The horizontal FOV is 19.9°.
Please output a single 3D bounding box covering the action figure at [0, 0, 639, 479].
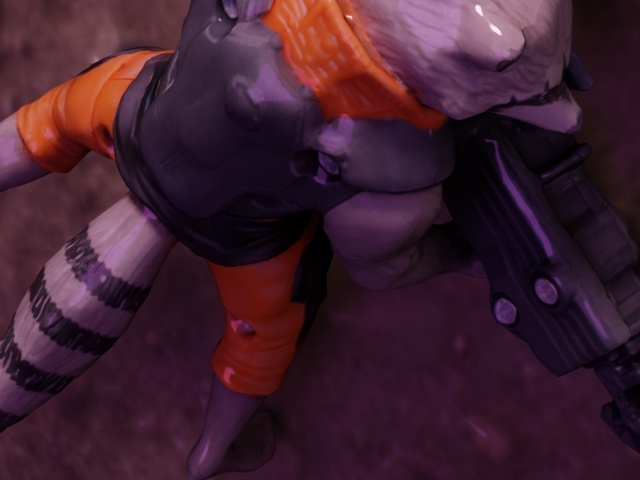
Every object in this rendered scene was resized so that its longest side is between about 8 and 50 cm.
[{"bbox_3d":[0.000,0.000,0.709,0.341,0.178,0.330,53,137,7],"label":"action figure"}]
